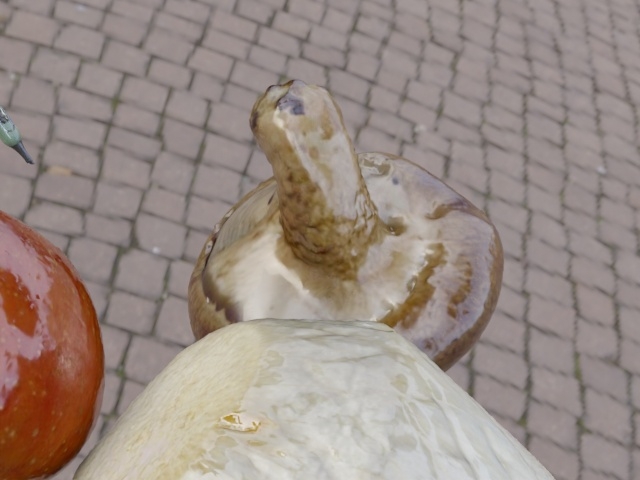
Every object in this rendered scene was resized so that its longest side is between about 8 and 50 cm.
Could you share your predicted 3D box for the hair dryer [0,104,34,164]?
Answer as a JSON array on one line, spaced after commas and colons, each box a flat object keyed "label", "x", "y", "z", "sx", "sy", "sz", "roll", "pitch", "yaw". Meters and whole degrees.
[{"label": "hair dryer", "x": -0.341, "y": -0.139, "z": 1.356, "sx": 0.150, "sy": 0.071, "sz": 0.047, "roll": 55, "pitch": 48, "yaw": -19}]

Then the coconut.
[{"label": "coconut", "x": 0.003, "y": 0.215, "z": 0.800, "sx": 0.329, "sy": 0.329, "sz": 0.329, "roll": 15, "pitch": 39, "yaw": -12}]

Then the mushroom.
[{"label": "mushroom", "x": -0.002, "y": 0.026, "z": 1.122, "sx": 0.254, "sy": 0.267, "sz": 0.267, "roll": 26, "pitch": 31, "yaw": -36}]

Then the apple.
[{"label": "apple", "x": -0.232, "y": 0.055, "z": 0.776, "sx": 0.210, "sy": 0.173, "sz": 0.235, "roll": 13, "pitch": -8, "yaw": 18}]
